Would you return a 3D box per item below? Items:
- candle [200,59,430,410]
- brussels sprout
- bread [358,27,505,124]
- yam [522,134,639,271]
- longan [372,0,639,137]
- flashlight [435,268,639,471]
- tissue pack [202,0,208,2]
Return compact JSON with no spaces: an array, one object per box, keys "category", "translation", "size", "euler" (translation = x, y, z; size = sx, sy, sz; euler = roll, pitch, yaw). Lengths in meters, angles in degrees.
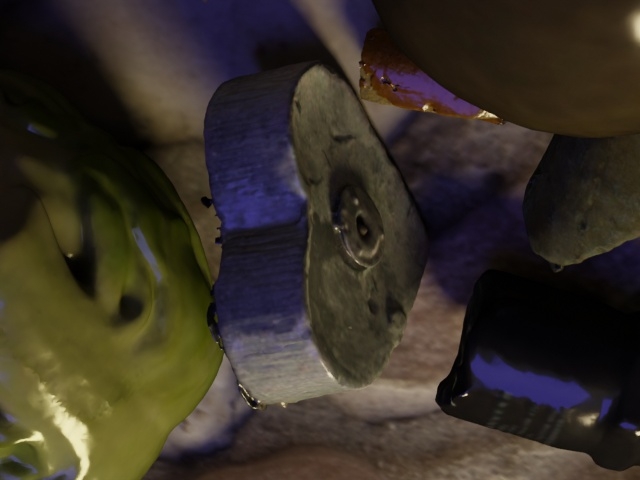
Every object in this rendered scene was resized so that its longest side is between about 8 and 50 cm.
[{"category":"candle","translation":[0.000,0.000,0.910],"size":[0.068,0.192,0.168],"euler":[-9,170,28]},{"category":"brussels sprout","translation":[-0.210,0.051,0.971],"size":[0.328,0.247,0.328],"euler":[11,137,10]},{"category":"bread","translation":[0.064,-0.090,0.871],"size":[0.083,0.036,0.047],"euler":[10,130,11]},{"category":"yam","translation":[0.187,-0.087,0.777],"size":[0.106,0.106,0.259],"euler":[23,135,1]},{"category":"longan","translation":[0.117,-0.150,0.593],"size":[0.246,0.246,0.215],"euler":[-15,94,32]},{"category":"flashlight","translation":[0.282,0.122,0.937],"size":[0.424,0.103,0.103],"euler":[18,135,5]},{"category":"tissue pack","translation":[-0.094,-0.171,0.862],"size":[0.083,0.035,0.063],"euler":[17,135,9]}]
